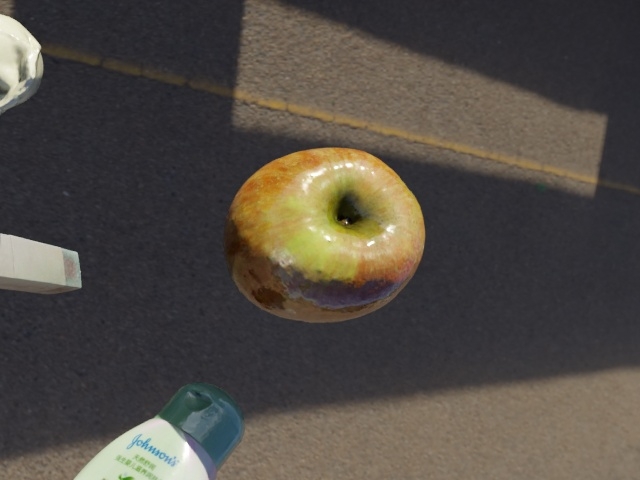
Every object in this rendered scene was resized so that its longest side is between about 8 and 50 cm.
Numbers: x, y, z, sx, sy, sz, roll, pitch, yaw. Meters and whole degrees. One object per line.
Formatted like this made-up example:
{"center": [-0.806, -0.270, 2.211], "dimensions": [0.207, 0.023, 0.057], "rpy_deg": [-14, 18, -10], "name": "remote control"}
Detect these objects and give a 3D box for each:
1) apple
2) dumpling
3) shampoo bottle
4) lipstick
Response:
{"center": [0.000, 0.000, 1.294], "dimensions": [0.309, 0.250, 0.277], "rpy_deg": [15, 63, -11], "name": "apple"}
{"center": [-0.490, -0.252, 1.190], "dimensions": [0.132, 0.250, 0.162], "rpy_deg": [4, 108, -54], "name": "dumpling"}
{"center": [-0.260, 0.385, 1.345], "dimensions": [0.349, 0.221, 0.151], "rpy_deg": [-49, 148, -36], "name": "shampoo bottle"}
{"center": [-0.534, 0.041, 1.411], "dimensions": [0.371, 0.076, 0.080], "rpy_deg": [35, 47, -79], "name": "lipstick"}
